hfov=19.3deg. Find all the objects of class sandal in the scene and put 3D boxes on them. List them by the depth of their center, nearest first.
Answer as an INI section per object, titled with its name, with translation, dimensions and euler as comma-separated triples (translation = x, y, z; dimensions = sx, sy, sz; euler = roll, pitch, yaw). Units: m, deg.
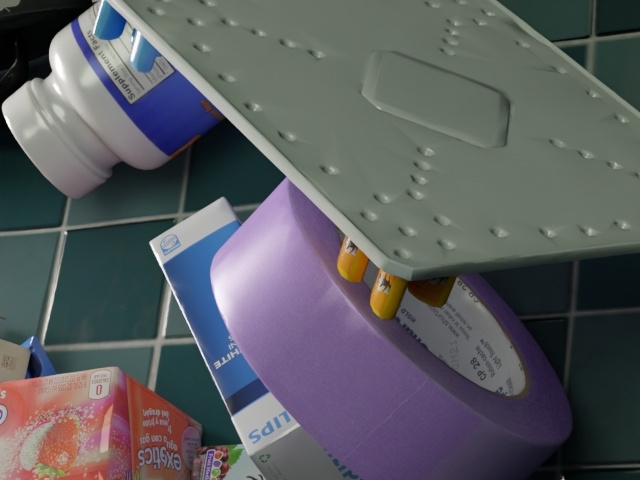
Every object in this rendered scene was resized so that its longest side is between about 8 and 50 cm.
[sandal]
translation = -0.389, -0.130, 1.814
dimensions = 0.446, 0.167, 0.107
euler = -21, 82, 27

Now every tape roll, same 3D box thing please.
[tape roll]
translation = 0.053, 0.072, 1.358
dimensions = 0.090, 0.275, 0.275
euler = -46, 51, 18

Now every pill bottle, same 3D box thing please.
[pill bottle]
translation = -0.142, -0.159, 1.673
dimensions = 0.272, 0.152, 0.152
euler = -37, 53, 7

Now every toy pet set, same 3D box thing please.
[toy pet set]
translation = -0.282, 0.119, 1.674
dimensions = 0.114, 0.065, 0.122
euler = -35, 40, 53

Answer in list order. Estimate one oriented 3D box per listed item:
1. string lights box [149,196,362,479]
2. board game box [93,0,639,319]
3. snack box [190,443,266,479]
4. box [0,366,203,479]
[string lights box]
translation = -0.038, 0.097, 1.456
dimensions = 0.077, 0.133, 0.259
euler = -31, 42, 1
[board game box]
translation = 0.080, -0.087, 1.403
dimensions = 0.390, 0.390, 0.050
euler = 45, 126, 37
[snack box]
translation = -0.059, 0.232, 1.490
dimensions = 0.100, 0.037, 0.141
euler = -6, 61, 24
[box]
translation = -0.263, 0.213, 1.547
dimensions = 0.300, 0.142, 0.154
euler = -9, 62, 25
